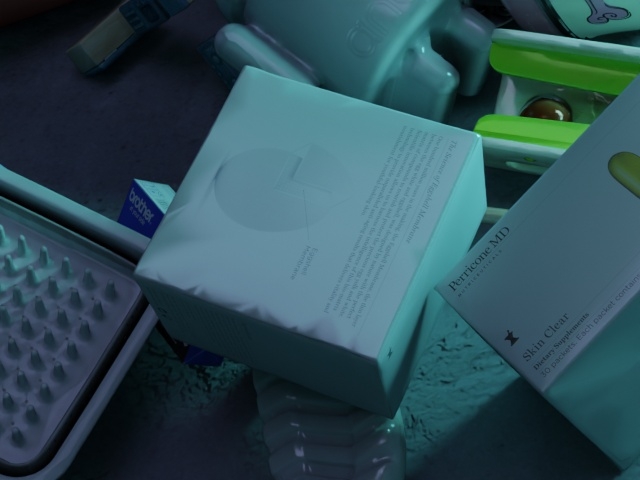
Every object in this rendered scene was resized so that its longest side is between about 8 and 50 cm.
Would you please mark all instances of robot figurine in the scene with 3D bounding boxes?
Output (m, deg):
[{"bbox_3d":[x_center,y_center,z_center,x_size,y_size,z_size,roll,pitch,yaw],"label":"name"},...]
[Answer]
[{"bbox_3d":[0.024,-0.266,1.512,0.353,0.200,0.300,38,64,13],"label":"robot figurine"}]

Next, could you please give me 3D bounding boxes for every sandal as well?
[{"bbox_3d":[0.013,0.084,1.319,0.169,0.102,0.416,-12,58,24],"label":"sandal"}]

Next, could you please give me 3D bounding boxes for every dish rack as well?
[{"bbox_3d":[-0.332,0.071,1.312,0.333,0.072,0.285,25,61,8],"label":"dish rack"}]

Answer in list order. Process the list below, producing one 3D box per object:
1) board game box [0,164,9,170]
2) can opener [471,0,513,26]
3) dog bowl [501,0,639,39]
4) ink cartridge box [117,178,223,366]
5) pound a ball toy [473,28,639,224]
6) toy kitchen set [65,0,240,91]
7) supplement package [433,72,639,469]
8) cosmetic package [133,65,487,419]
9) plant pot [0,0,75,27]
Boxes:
[{"bbox_3d":[-0.433,0.034,1.412,0.308,0.086,0.302,35,63,13],"label":"board game box"},{"bbox_3d":[0.120,-0.323,1.650,0.283,0.095,0.076,27,60,33],"label":"can opener"},{"bbox_3d":[0.243,-0.395,1.501,0.150,0.408,0.408,-20,44,21],"label":"dog bowl"},{"bbox_3d":[-0.144,0.028,1.384,0.046,0.097,0.207,9,22,-36],"label":"ink cartridge box"},{"bbox_3d":[0.266,-0.082,1.394,0.319,0.136,0.208,10,82,19],"label":"pound a ball toy"},{"bbox_3d":[-0.174,-0.218,1.660,0.122,0.166,0.207,-47,17,-26],"label":"toy kitchen set"},{"bbox_3d":[0.265,0.026,1.170,0.262,0.204,0.145,-47,50,2],"label":"supplement package"},{"bbox_3d":[0.000,0.000,1.207,0.225,0.138,0.224,18,67,19],"label":"cosmetic package"},{"bbox_3d":[-0.389,-0.398,1.758,0.243,0.275,0.275,-12,46,-11],"label":"plant pot"}]
